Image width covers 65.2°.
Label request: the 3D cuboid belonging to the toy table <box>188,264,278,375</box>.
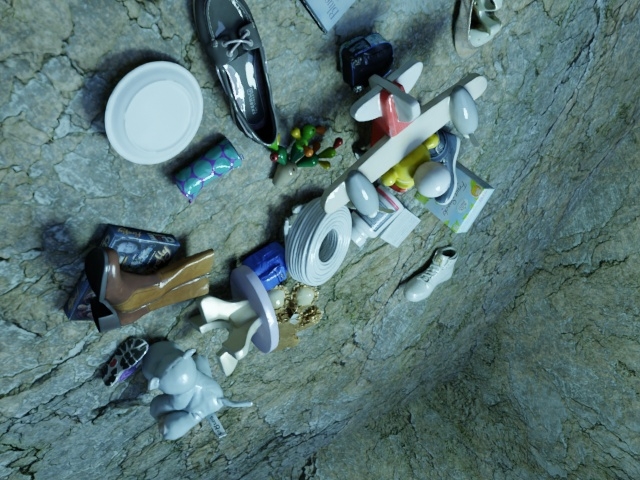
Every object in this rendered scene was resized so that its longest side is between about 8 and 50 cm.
[{"bbox_3d":[-0.234,0.223,1.366,0.160,0.252,0.275,-30,110,-33],"label":"toy table"}]

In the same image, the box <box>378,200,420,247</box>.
[{"bbox_3d":[0.247,-0.059,1.669,0.126,0.072,0.137,-50,145,10],"label":"box"}]

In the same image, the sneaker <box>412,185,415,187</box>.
[{"bbox_3d":[0.295,-0.207,1.577,0.188,0.066,0.071,-3,114,-50],"label":"sneaker"}]

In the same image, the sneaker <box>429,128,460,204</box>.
[{"bbox_3d":[0.351,-0.227,1.519,0.163,0.086,0.226,5,90,-51],"label":"sneaker"}]

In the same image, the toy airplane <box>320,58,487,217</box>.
[{"bbox_3d":[0.209,-0.224,1.189,0.384,0.272,0.386,-21,156,-49],"label":"toy airplane"}]

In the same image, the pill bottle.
[{"bbox_3d":[0.156,-0.071,1.532,0.180,0.108,0.108,-45,146,3],"label":"pill bottle"}]

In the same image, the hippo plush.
[{"bbox_3d":[-0.398,0.410,1.373,0.234,0.294,0.237,-47,137,-16],"label":"hippo plush"}]

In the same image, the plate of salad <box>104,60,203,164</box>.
[{"bbox_3d":[-0.308,-0.236,0.931,0.199,0.048,0.200,-36,146,-29],"label":"plate of salad"}]

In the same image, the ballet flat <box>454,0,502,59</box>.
[{"bbox_3d":[0.394,-0.564,1.226,0.107,0.106,0.316,-36,146,-10],"label":"ballet flat"}]

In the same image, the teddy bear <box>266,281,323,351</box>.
[{"bbox_3d":[-0.116,0.220,1.547,0.245,0.113,0.338,-18,147,-7],"label":"teddy bear"}]

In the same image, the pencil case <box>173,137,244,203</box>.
[{"bbox_3d":[-0.240,-0.151,1.077,0.151,0.064,0.070,-36,121,-8],"label":"pencil case"}]

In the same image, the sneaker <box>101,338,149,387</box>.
[{"bbox_3d":[-0.516,0.321,1.341,0.170,0.068,0.071,-43,163,16],"label":"sneaker"}]

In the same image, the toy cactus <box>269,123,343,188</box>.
[{"bbox_3d":[-0.053,-0.195,1.203,0.219,0.112,0.180,-12,146,-49],"label":"toy cactus"}]

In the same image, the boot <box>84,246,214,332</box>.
[{"bbox_3d":[-0.358,0.079,1.109,0.280,0.096,0.264,-19,139,-33],"label":"boot"}]

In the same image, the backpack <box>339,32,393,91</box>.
[{"bbox_3d":[0.101,-0.407,1.121,0.114,0.084,0.105,-29,148,-11],"label":"backpack"}]

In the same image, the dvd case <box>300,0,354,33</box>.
[{"bbox_3d":[0.050,-0.554,0.963,0.253,0.022,0.180,-47,146,7],"label":"dvd case"}]

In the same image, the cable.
[{"bbox_3d":[0.000,0.000,1.408,0.257,0.089,0.257,-35,138,-46],"label":"cable"}]

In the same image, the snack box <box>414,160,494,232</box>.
[{"bbox_3d":[0.430,-0.154,1.627,0.070,0.207,0.175,-7,132,-43],"label":"snack box"}]

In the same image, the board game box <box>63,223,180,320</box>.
[{"bbox_3d":[-0.452,0.082,1.141,0.165,0.042,0.243,12,119,-51],"label":"board game box"}]

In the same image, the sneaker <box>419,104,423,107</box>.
[{"bbox_3d":[0.255,-0.265,1.424,0.083,0.098,0.224,-9,134,-39],"label":"sneaker"}]

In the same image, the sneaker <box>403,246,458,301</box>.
[{"bbox_3d":[0.458,0.124,2.069,0.292,0.108,0.169,-31,144,-34],"label":"sneaker"}]

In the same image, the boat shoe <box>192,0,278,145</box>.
[{"bbox_3d":[-0.142,-0.323,0.957,0.112,0.095,0.335,-33,145,-14],"label":"boat shoe"}]

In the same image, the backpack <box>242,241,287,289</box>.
[{"bbox_3d":[-0.138,0.073,1.401,0.120,0.101,0.098,-37,152,-17],"label":"backpack"}]
